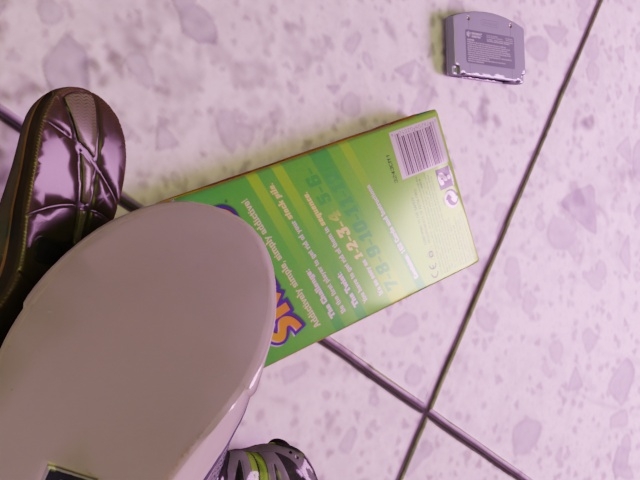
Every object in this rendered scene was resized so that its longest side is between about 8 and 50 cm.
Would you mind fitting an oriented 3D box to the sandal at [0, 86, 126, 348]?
[{"bbox_3d":[-0.167,0.021,0.506,0.090,0.060,0.219,23,75,-58],"label":"sandal"}]

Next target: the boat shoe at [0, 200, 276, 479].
[{"bbox_3d":[-0.125,0.141,0.469,0.127,0.158,0.340,24,50,0],"label":"boat shoe"}]

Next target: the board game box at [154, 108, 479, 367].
[{"bbox_3d":[0.000,0.000,0.646,0.259,0.039,0.124,-23,100,-37],"label":"board game box"}]

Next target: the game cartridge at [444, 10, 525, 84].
[{"bbox_3d":[0.136,-0.159,0.763,0.083,0.017,0.056,0,91,-35],"label":"game cartridge"}]

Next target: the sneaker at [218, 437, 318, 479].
[{"bbox_3d":[-0.052,0.159,0.592,0.188,0.067,0.078,31,49,-28],"label":"sneaker"}]
